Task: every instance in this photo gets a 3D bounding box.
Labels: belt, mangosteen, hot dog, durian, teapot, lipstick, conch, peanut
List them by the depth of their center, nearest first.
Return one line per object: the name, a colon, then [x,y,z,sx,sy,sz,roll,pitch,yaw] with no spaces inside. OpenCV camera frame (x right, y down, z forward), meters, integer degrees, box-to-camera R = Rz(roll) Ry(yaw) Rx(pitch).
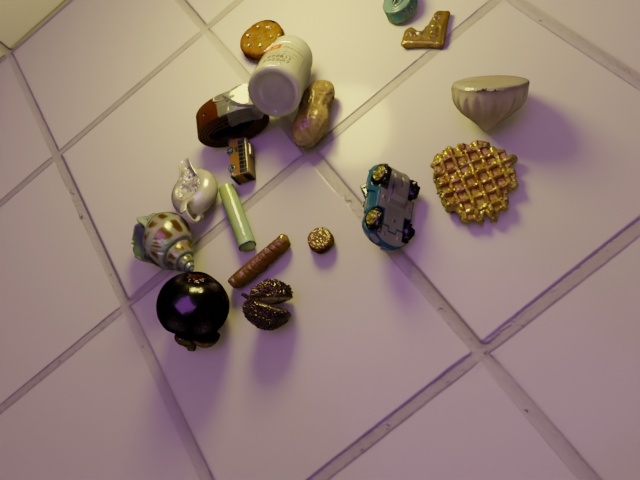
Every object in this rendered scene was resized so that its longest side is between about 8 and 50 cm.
durian: [-0.192,0.221,1.690,0.195,0.167,0.196,8,61,-14]
mangosteen: [-0.470,0.271,1.749,0.274,0.275,0.303,18,112,24]
hot dog: [-0.229,0.084,1.812,0.289,0.083,0.068,-39,82,3]
conch: [-0.622,0.012,1.898,0.249,0.197,0.368,-52,37,11]
lipstick: [-0.337,-0.095,1.915,0.076,0.076,0.305,-27,65,8]
peanut: [-0.025,-0.518,1.927,0.149,0.149,0.314,5,66,21]
teapot: [-0.525,-0.192,1.965,0.208,0.166,0.300,-15,47,4]
belt: [0.339,-0.995,2.000,0.147,0.082,0.163,38,90,37]
belt: [-0.367,-0.519,2.000,0.338,0.217,0.122,-21,65,18]

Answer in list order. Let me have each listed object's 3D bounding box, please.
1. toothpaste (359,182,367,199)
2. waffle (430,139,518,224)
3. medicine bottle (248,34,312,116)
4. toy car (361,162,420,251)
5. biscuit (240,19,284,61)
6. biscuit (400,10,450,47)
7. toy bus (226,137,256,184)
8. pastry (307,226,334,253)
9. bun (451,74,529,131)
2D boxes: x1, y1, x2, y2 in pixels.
toothpaste: [0.180,-0.155,1.782,0.037,0.021,0.140,-19,63,11]
waffle: [0.524,-0.206,1.656,0.306,0.060,0.312,13,74,24]
medicine bottle: [-0.149,-0.667,1.906,0.210,0.211,0.372,-9,38,17]
toy car: [0.225,-0.114,1.669,0.165,0.198,0.315,-9,68,53]
biscuit: [-0.270,-0.927,2.202,0.220,0.066,0.221,-7,68,17]
biscuit: [0.427,-0.857,1.941,0.183,0.039,0.174,5,74,20]
toy bus: [-0.328,-0.338,1.992,0.103,0.091,0.182,-13,69,13]
pastry: [0.000,0.000,1.768,0.109,0.057,0.097,17,76,23]
bun: [0.587,-0.474,1.670,0.262,0.175,0.263,-4,28,2]
